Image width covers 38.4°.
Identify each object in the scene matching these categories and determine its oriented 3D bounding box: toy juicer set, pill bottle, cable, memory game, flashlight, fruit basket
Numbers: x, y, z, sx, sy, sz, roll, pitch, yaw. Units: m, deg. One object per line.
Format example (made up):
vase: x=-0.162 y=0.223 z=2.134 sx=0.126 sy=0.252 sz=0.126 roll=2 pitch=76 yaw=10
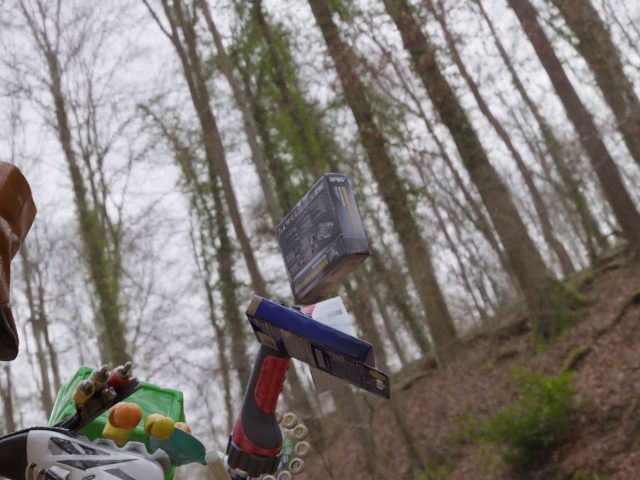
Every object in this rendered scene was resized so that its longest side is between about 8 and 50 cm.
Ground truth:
toy juicer set: x=-0.306 y=0.420 z=1.964 sx=0.329 sy=0.089 sz=0.209 roll=24 pitch=-32 yaw=2
pill bottle: x=-0.219 y=0.590 z=2.360 sx=0.120 sy=0.067 sz=0.067 roll=27 pitch=-41 yaw=-5
cable: x=-0.443 y=0.309 z=1.735 sx=0.287 sy=0.072 sz=0.139 roll=-37 pitch=-13 yaw=38
memory game: x=-0.107 y=0.463 z=2.032 sx=0.186 sy=0.186 sz=0.012 roll=-25 pitch=-35 yaw=12
flashlight: x=-0.085 y=0.265 z=1.619 sx=0.103 sy=0.103 sz=0.304 roll=15 pitch=-73 yaw=-11
fruit basket: x=-0.569 y=0.533 z=2.554 sx=0.392 sy=0.282 sz=0.392 roll=3 pitch=-47 yaw=3

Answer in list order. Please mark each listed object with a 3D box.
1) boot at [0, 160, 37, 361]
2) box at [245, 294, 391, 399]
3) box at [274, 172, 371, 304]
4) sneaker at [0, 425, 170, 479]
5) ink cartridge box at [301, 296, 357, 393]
boot: x=-0.566 y=0.043 z=1.629 sx=0.096 sy=0.280 sz=0.264 roll=-4 pitch=-44 yaw=9
box: x=0.005 y=0.158 z=1.338 sx=0.225 sy=0.036 sz=0.136 roll=23 pitch=-21 yaw=15
box: x=0.000 y=0.000 z=1.844 sx=0.056 sy=0.183 sz=0.231 roll=-1 pitch=-28 yaw=-32
sneaker: x=-0.445 y=0.425 z=1.631 sx=0.331 sy=0.146 sz=0.122 roll=5 pitch=-53 yaw=0
ink cartridge box: x=0.021 y=0.249 z=2.179 sx=0.128 sy=0.176 sz=0.127 roll=-16 pitch=-52 yaw=-4
